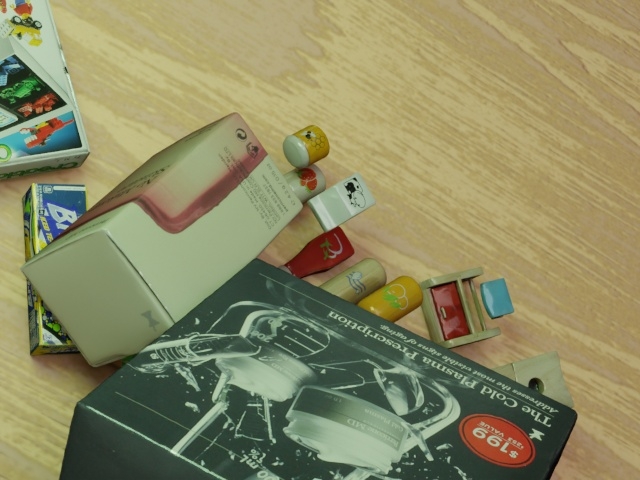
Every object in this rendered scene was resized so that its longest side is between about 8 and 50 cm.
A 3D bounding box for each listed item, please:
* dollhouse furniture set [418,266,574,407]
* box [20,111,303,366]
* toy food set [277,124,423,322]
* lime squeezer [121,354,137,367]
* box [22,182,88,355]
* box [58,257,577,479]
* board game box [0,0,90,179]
[{"bbox_3d":[0.168,0.121,1.420,0.129,0.129,0.183,-11,80,-27],"label":"dollhouse furniture set"},{"bbox_3d":[-0.152,-0.003,1.259,0.127,0.149,0.232,56,43,-13],"label":"box"},{"bbox_3d":[0.000,0.000,1.390,0.104,0.111,0.232,-30,91,-30],"label":"toy food set"},{"bbox_3d":[-0.166,0.153,1.309,0.310,0.059,0.110,-51,128,-30],"label":"lime squeezer"},{"bbox_3d":[-0.266,0.029,1.291,0.059,0.054,0.169,1,74,-25],"label":"box"},{"bbox_3d":[0.002,0.209,1.088,0.343,0.179,0.312,25,30,14],"label":"box"},{"bbox_3d":[-0.402,-0.145,1.269,0.305,0.053,0.193,-11,78,-27],"label":"board game box"}]
